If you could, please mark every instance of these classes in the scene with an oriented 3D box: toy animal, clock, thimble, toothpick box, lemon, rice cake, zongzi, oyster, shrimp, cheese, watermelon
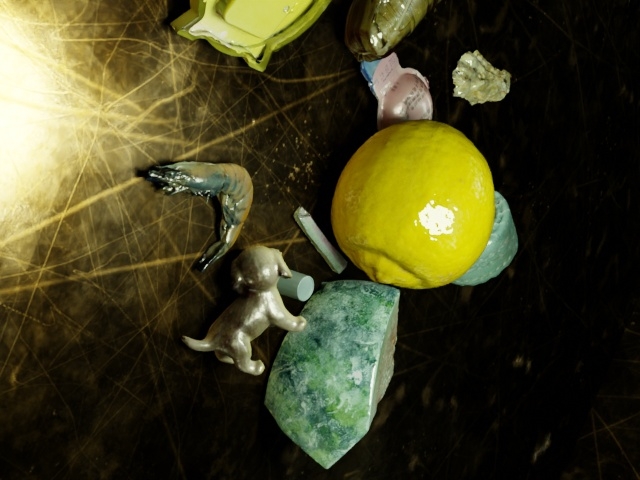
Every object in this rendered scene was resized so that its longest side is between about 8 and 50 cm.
[{"bbox_3d":[-0.127,0.128,1.708,0.169,0.121,0.233,40,80,-34],"label":"toy animal"},{"bbox_3d":[-0.091,-0.424,1.515,0.293,0.071,0.277,-44,153,14],"label":"clock"},{"bbox_3d":[0.348,-0.004,2.207,0.235,0.198,0.143,-32,135,-5],"label":"thimble"},{"bbox_3d":[-0.060,0.082,1.796,0.052,0.083,0.052,-23,121,-46],"label":"toothpick box"},{"bbox_3d":[0.187,-0.070,1.865,0.348,0.348,0.348,-23,120,-46],"label":"lemon"},{"bbox_3d":[0.000,0.001,1.887,0.033,0.033,0.207,-51,138,-13],"label":"rice cake"},{"bbox_3d":[0.106,-0.522,1.772,0.286,0.134,0.288,-51,124,-21],"label":"zongzi"},{"bbox_3d":[0.386,-0.379,2.218,0.209,0.072,0.132,26,79,-51],"label":"oyster"},{"bbox_3d":[-0.209,-0.040,1.588,0.262,0.051,0.198,3,101,-56],"label":"shrimp"},{"bbox_3d":[0.162,-0.297,1.955,0.189,0.074,0.286,-59,137,-20],"label":"cheese"},{"bbox_3d":[0.048,0.280,1.918,0.258,0.228,0.387,52,52,-57],"label":"watermelon"}]
